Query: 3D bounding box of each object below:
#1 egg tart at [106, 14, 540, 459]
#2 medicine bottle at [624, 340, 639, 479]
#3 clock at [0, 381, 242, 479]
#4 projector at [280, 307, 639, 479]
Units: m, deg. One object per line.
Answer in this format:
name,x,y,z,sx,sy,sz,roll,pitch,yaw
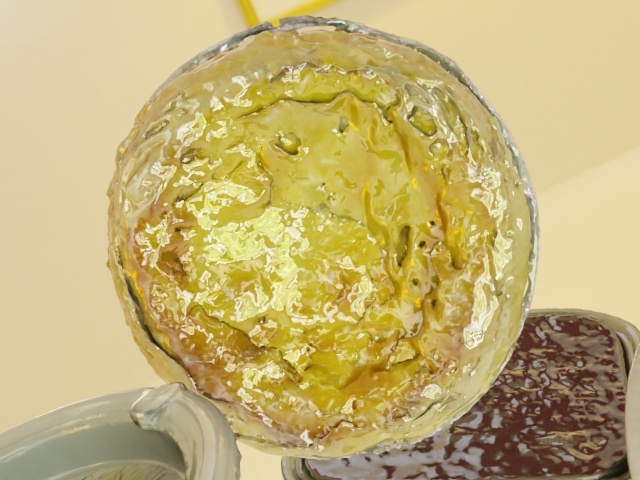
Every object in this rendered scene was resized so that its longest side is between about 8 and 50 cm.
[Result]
egg tart,0.000,0.000,0.693,0.234,0.234,0.094,-19,-176,13
medicine bottle,0.356,0.086,0.632,0.384,0.224,0.224,-16,-159,49
clock,-0.118,0.136,0.412,0.236,0.053,0.236,-29,-163,10
projector,0.118,0.213,0.946,0.248,0.249,0.248,-4,-157,10
